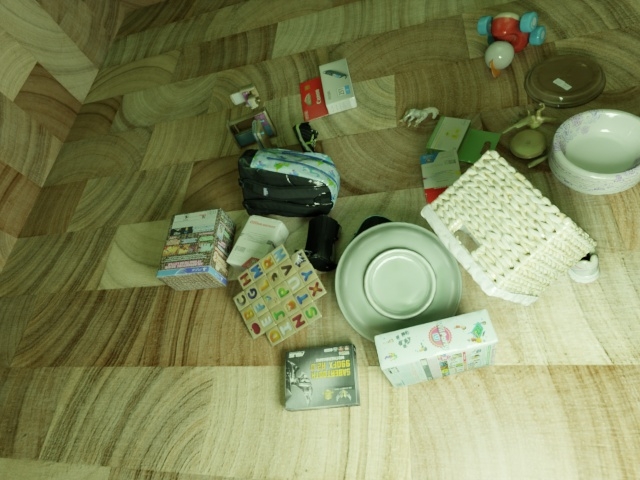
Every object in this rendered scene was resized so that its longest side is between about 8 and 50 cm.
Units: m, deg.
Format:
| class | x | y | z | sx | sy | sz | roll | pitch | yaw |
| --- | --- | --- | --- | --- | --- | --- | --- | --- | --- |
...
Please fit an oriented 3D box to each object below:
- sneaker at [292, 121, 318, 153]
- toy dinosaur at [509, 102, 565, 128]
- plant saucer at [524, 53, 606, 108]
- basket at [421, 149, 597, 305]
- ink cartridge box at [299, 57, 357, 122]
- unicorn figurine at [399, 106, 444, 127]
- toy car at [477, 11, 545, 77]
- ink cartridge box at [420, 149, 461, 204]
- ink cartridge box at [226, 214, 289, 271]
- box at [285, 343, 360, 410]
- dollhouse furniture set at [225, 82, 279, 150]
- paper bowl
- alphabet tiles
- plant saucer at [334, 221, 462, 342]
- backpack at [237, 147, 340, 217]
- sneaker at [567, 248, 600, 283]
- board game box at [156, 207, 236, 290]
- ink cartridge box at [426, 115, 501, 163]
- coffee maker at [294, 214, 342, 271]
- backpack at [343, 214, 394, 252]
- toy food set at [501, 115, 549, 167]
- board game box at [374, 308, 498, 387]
| class | x | y | z | sx | sy | sz | roll | pitch | yaw |
| --- | --- | --- | --- | --- | --- | --- | --- | --- | --- |
| sneaker | -0.052 | -0.458 | 1.797 | 0.097 | 0.084 | 0.234 | -25 | 56 | 3 |
| toy dinosaur | 0.817 | -0.464 | 1.524 | 0.183 | 0.053 | 0.092 | 6 | 79 | 30 |
| plant saucer | 0.947 | -0.627 | 1.568 | 0.278 | 0.041 | 0.277 | -8 | 60 | 15 |
| basket | 0.536 | -0.028 | 1.150 | 0.266 | 0.331 | 0.328 | -48 | 50 | 24 |
| ink cartridge box | 0.023 | -0.720 | 1.934 | 0.261 | 0.066 | 0.296 | -14 | 57 | 10 |
| unicorn figurine | 0.414 | -0.517 | 1.680 | 0.162 | 0.060 | 0.111 | 30 | 75 | 31 |
| toy car | 0.758 | -0.785 | 1.672 | 0.219 | 0.210 | 0.237 | 25 | 101 | 43 |
| ink cartridge box | 0.447 | -0.213 | 1.482 | 0.134 | 0.078 | 0.230 | -8 | 59 | 16 |
| ink cartridge box | -0.241 | 0.022 | 1.583 | 0.159 | 0.092 | 0.217 | 13 | 68 | 26 |
| box | 0.003 | 0.434 | 1.279 | 0.231 | 0.056 | 0.182 | -10 | 58 | 14 |
| dollhouse furniture set | -0.323 | -0.467 | 1.777 | 0.198 | 0.286 | 0.303 | -18 | 45 | 9 |
| paper bowl | 0.902 | -0.274 | 1.314 | 0.285 | 0.148 | 0.284 | -9 | 58 | 14 |
| alphabet tiles | -0.150 | 0.190 | 1.397 | 0.343 | 0.011 | 0.285 | -35 | 75 | 22 |
| plant saucer | 0.241 | 0.134 | 1.249 | 0.401 | 0.100 | 0.400 | -1 | 84 | 6 |
| backpack | -0.102 | -0.218 | 1.568 | 0.356 | 0.290 | 0.273 | 15 | 47 | 18 |
| sneaker | 0.755 | 0.002 | 1.228 | 0.103 | 0.111 | 0.252 | -29 | 56 | 2 |
| board game box | -0.492 | 0.037 | 1.632 | 0.232 | 0.141 | 0.290 | -6 | 60 | 16 |
| ink cartridge box | 0.551 | -0.387 | 1.562 | 0.235 | 0.056 | 0.171 | 18 | 68 | 29 |
| coffee maker | 0.000 | 0.000 | 1.461 | 0.120 | 0.171 | 0.178 | -6 | 59 | 23 |
| backpack | 0.196 | 0.014 | 1.396 | 0.166 | 0.144 | 0.188 | 26 | 90 | 30 |
| toy food set | 0.764 | -0.351 | 1.481 | 0.133 | 0.038 | 0.192 | -27 | 63 | 11 |
| board game box | 0.326 | 0.311 | 1.136 | 0.304 | 0.224 | 0.097 | -16 | 55 | 10 |
